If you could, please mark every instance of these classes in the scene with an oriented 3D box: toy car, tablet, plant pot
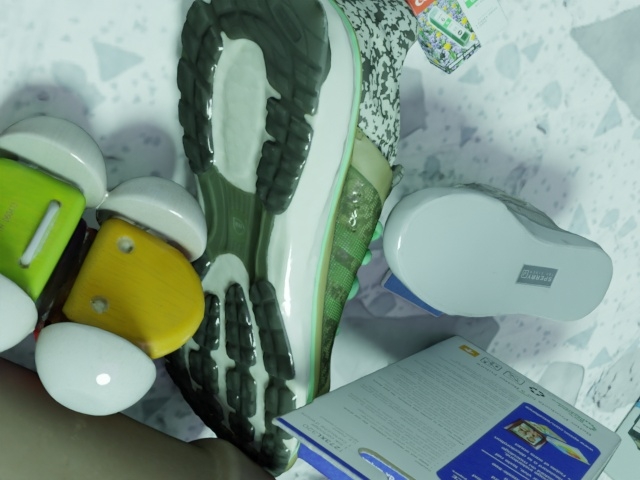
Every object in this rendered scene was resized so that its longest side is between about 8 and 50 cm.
[{"bbox_3d":[-0.171,0.024,0.671,0.182,0.136,0.159,30,56,-18],"label":"toy car"},{"bbox_3d":[0.093,0.033,0.911,0.083,0.006,0.054,29,100,-40],"label":"tablet"},{"bbox_3d":[-0.191,0.204,0.706,0.229,0.263,0.263,42,92,-17],"label":"plant pot"}]

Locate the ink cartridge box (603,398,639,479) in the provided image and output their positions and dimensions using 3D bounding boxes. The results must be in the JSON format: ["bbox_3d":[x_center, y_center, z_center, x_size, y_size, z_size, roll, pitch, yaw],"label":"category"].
[{"bbox_3d":[0.412,0.214,1.165,0.127,0.072,0.175,23,104,-39],"label":"ink cartridge box"}]

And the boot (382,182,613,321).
[{"bbox_3d":[0.115,-0.001,0.825,0.258,0.123,0.095,17,103,-43],"label":"boot"}]

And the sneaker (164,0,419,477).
[{"bbox_3d":[0.000,0.000,0.761,0.182,0.158,0.410,-20,132,-40],"label":"sneaker"}]

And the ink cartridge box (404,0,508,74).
[{"bbox_3d":[0.088,-0.185,0.762,0.063,0.029,0.115,-41,130,-3],"label":"ink cartridge box"}]

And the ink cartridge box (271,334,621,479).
[{"bbox_3d":[0.107,0.163,0.781,0.069,0.175,0.371,-63,159,13],"label":"ink cartridge box"}]
